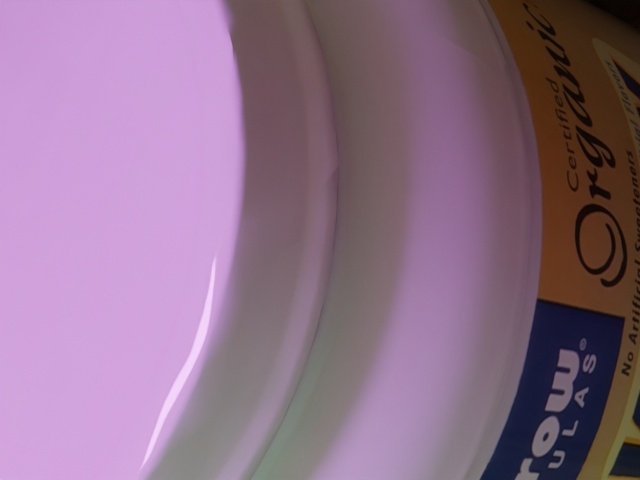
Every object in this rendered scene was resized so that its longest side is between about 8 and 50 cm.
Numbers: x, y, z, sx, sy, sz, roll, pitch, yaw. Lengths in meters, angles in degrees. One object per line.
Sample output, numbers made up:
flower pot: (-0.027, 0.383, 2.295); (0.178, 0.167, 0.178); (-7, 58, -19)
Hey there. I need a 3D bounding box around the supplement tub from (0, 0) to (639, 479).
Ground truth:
supplement tub: (0.002, 0.015, 0.519); (0.228, 0.228, 0.316); (-4, 169, 37)
